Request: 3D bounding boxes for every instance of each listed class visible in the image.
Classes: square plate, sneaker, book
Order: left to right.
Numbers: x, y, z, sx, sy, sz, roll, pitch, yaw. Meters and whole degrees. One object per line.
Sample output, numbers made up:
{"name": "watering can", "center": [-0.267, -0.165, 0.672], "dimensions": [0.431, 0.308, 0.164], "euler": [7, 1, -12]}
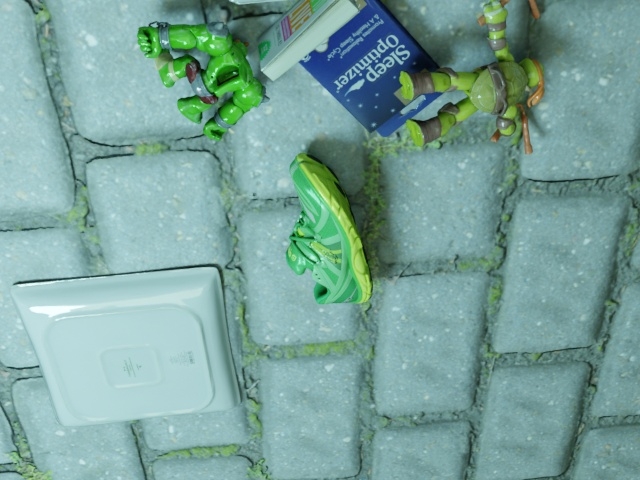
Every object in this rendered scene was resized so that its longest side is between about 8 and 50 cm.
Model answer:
{"name": "square plate", "center": [-0.328, 0.203, 1.501], "dimensions": [0.344, 0.049, 0.347], "euler": [-5, 128, -1]}
{"name": "book", "center": [-0.021, -0.283, 1.129], "dimensions": [0.144, 0.096, 0.035], "euler": [-38, 125, 21]}
{"name": "sneaker", "center": [0.000, 0.000, 1.340], "dimensions": [0.124, 0.109, 0.295], "euler": [-17, 128, 2]}

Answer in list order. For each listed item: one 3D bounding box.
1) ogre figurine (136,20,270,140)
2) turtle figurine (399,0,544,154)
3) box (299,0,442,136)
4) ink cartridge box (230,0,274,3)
{"name": "ogre figurine", "center": [-0.148, -0.221, 1.166], "dimensions": [0.118, 0.097, 0.197], "euler": [-14, 117, 20]}
{"name": "turtle figurine", "center": [0.227, -0.200, 1.198], "dimensions": [0.217, 0.087, 0.269], "euler": [-20, 131, -9]}
{"name": "box", "center": [0.073, -0.243, 1.208], "dimensions": [0.136, 0.036, 0.225], "euler": [-37, 124, 21]}
{"name": "ink cartridge box", "center": [-0.059, -0.390, 1.056], "dimensions": [0.128, 0.072, 0.175], "euler": [-5, 128, -2]}
